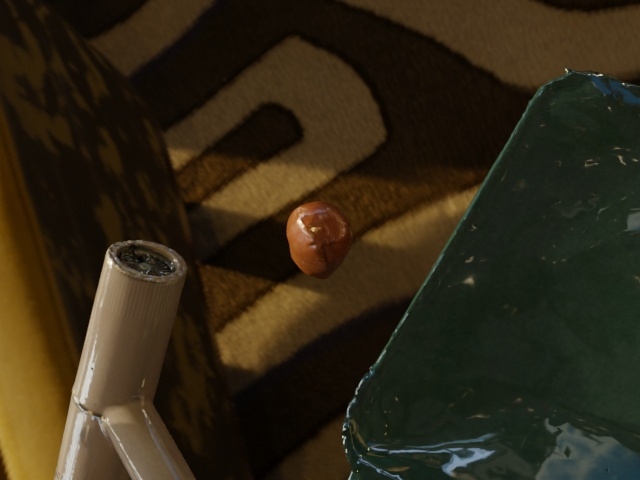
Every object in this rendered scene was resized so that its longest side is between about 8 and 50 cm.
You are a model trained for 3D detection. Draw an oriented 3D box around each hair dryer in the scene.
[{"bbox_3d":[-0.088,0.134,0.746,0.220,0.053,0.195,42,125,44],"label":"hair dryer"}]

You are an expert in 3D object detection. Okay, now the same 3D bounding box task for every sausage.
[{"bbox_3d":[0.000,0.000,1.657,0.089,0.179,0.089,0,72,0],"label":"sausage"}]

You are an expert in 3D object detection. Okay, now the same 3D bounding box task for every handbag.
[{"bbox_3d":[0.170,0.053,0.648,0.238,0.089,0.326,18,50,22],"label":"handbag"}]
